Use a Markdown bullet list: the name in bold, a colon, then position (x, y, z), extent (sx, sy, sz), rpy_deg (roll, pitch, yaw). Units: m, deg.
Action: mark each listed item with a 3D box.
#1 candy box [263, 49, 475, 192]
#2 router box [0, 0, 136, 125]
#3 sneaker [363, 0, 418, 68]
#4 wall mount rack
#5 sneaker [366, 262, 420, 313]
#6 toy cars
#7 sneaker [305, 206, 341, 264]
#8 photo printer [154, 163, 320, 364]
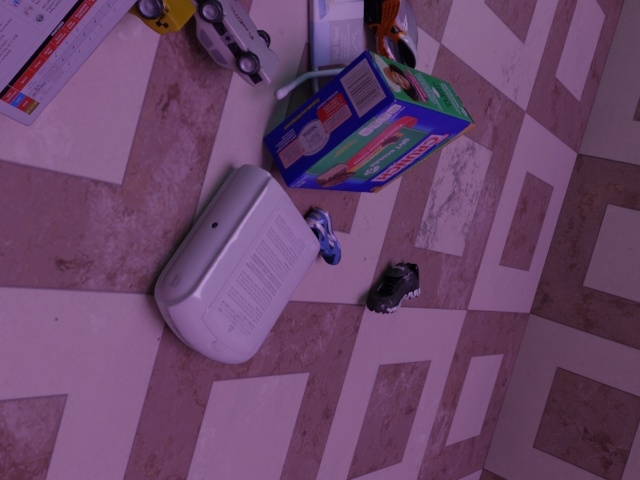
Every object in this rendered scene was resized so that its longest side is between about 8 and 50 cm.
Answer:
- **candy box**: position (0.098, -0.207, 1.348), extent (0.317, 0.268, 0.122), rpy_deg (-3, 63, -54)
- **router box**: position (-0.325, -0.319, 0.723), extent (0.335, 0.082, 0.301), rpy_deg (-46, 148, 8)
- **sneaker**: position (0.140, -0.478, 1.455), extent (0.262, 0.099, 0.121), rpy_deg (67, 31, -42)
- **wall mount rack**: position (0.018, -0.391, 1.275), extent (0.304, 0.130, 0.350), rpy_deg (-16, 118, -30)
- **sneaker**: position (0.186, 0.111, 1.793), extent (0.234, 0.078, 0.106), rpy_deg (-21, 119, -54)
- **toy cars**: position (-0.203, -0.334, 1.015), extent (0.393, 0.087, 0.177), rpy_deg (16, 56, -58)
- **sneaker**: position (0.000, 0.000, 1.496), extent (0.059, 0.053, 0.144), rpy_deg (-46, 130, -34)
- **photo printer**: position (-0.146, 0.058, 1.264), extent (0.308, 0.107, 0.256), rpy_deg (-59, 144, -18)
